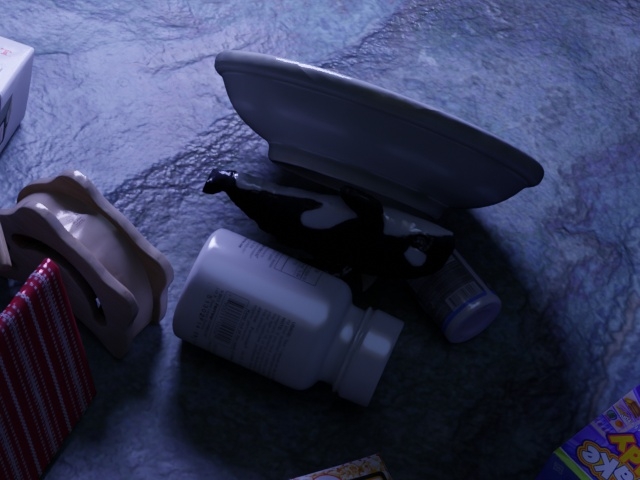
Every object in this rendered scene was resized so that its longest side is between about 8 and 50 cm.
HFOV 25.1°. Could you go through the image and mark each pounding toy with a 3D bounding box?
[{"bbox_3d":[-0.301,0.026,1.542,0.269,0.154,0.155,45,51,-2],"label":"pounding toy"}]

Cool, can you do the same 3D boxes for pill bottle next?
[{"bbox_3d":[-0.033,0.088,1.564,0.229,0.131,0.131,24,48,4],"label":"pill bottle"},{"bbox_3d":[0.142,0.046,1.686,0.078,0.078,0.137,-21,59,-30],"label":"pill bottle"}]

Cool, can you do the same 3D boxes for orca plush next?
[{"bbox_3d":[0.000,0.000,1.614,0.287,0.151,0.102,21,72,-8],"label":"orca plush"}]

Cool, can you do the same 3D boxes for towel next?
[{"bbox_3d":[-0.309,0.174,1.375,0.031,0.199,0.275,12,45,21],"label":"towel"}]

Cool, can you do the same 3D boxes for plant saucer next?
[{"bbox_3d":[0.054,-0.104,1.662,0.400,0.400,0.100,20,89,1],"label":"plant saucer"}]

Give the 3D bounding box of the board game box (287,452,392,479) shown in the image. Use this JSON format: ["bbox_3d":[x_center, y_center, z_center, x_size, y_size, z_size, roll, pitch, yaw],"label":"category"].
[{"bbox_3d":[0.032,0.320,1.444,0.147,0.045,0.193,-12,55,-24],"label":"board game box"}]

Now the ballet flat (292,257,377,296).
[{"bbox_3d":[-0.014,0.040,1.665,0.173,0.049,0.057,-2,52,-18],"label":"ballet flat"}]

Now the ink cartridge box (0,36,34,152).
[{"bbox_3d":[-0.466,-0.138,1.617,0.198,0.115,0.273,19,40,-1],"label":"ink cartridge box"}]

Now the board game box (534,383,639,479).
[{"bbox_3d":[0.433,0.312,1.546,0.233,0.078,0.347,-30,64,-34],"label":"board game box"}]
